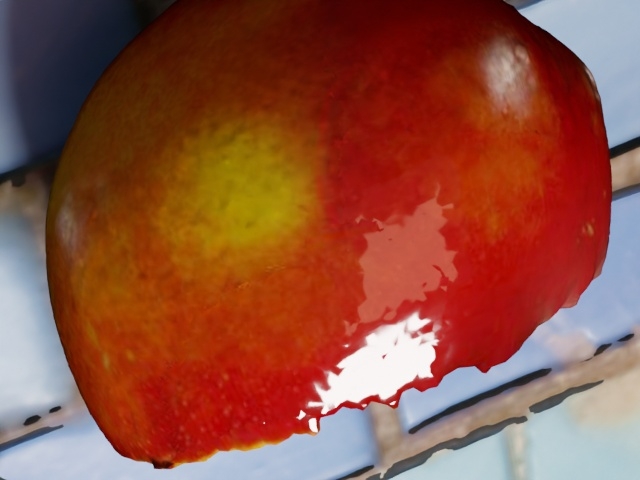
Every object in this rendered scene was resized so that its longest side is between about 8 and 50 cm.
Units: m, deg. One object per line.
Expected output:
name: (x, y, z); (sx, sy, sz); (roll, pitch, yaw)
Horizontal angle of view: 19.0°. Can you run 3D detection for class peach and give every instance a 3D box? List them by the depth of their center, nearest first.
peach: (0.000, 0.000, 0.731); (0.196, 0.190, 0.226); (23, 100, -41)

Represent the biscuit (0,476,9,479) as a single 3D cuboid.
biscuit: (-0.232, 0.201, 0.825); (0.150, 0.052, 0.252); (11, 110, -24)
